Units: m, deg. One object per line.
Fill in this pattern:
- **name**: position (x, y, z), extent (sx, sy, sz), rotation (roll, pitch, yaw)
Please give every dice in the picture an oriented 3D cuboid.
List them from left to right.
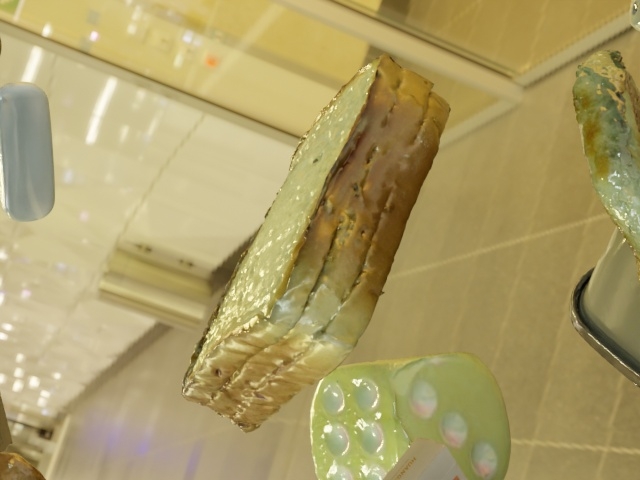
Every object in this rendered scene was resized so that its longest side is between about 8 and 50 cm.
- **dice**: position (0.150, 0.320, 1.790), extent (0.254, 0.249, 0.252), rotation (-20, 75, 49)

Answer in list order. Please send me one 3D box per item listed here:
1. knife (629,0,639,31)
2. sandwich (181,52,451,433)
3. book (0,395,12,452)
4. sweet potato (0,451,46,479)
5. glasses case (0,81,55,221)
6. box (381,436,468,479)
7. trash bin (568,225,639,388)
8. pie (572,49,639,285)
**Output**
- **knife**: position (0.342, -0.324, 0.997), extent (0.073, 0.040, 0.266), rotation (-99, 20, -79)
- **sandwich**: position (0.000, 0.000, 0.962), extent (0.271, 0.099, 0.301), rotation (-38, 24, 58)
- **book**: position (-0.398, 0.260, 1.045), extent (0.217, 0.021, 0.310), rotation (96, -166, -47)
- **sweet potato**: position (-0.348, 0.251, 0.674), extent (0.385, 0.109, 0.109), rotation (-36, -11, -39)
- **glasses case**: position (-0.373, -0.111, 1.350), extent (0.045, 0.067, 0.179), rotation (28, 122, 54)
- **box**: position (0.162, 0.407, 1.467), extent (0.149, 0.233, 0.067), rotation (-44, 24, -29)
- **trash bin**: position (0.417, 0.011, 1.154), extent (0.219, 0.220, 0.250), rotation (-32, -34, -27)
- **pie**: position (0.267, -0.045, 0.899), extent (0.054, 0.240, 0.240), rotation (-17, 40, 21)
